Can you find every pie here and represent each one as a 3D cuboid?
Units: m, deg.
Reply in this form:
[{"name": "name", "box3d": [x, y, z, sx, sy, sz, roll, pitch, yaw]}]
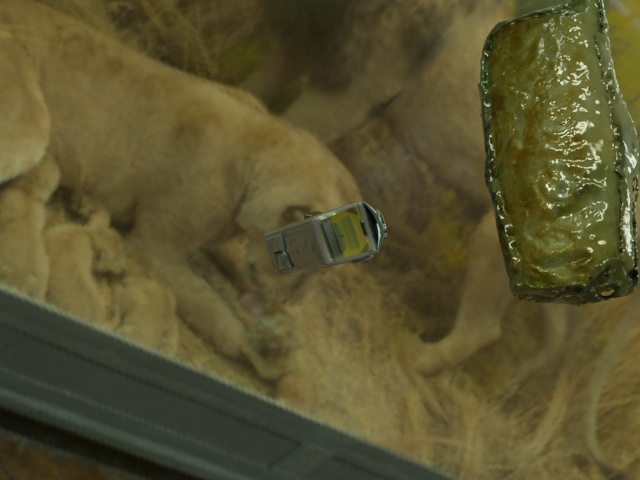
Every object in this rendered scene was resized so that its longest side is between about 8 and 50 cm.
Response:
[{"name": "pie", "box3d": [0.200, -0.084, 0.917, 0.068, 0.128, 0.282, 32, 50, -52]}]

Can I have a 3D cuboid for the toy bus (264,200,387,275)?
[{"name": "toy bus", "box3d": [0.000, 0.000, 1.015, 0.072, 0.172, 0.057, -17, 91, -20]}]
